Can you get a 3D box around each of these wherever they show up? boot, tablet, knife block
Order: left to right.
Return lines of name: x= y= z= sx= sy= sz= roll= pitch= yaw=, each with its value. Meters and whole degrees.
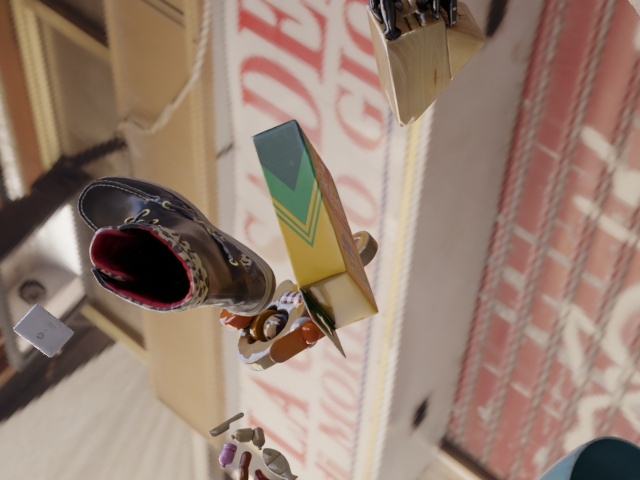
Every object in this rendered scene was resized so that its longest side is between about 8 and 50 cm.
tablet: x=-0.419 y=0.137 z=1.960 sx=0.054 sy=0.006 sz=0.083 roll=-47 pitch=-54 yaw=-4
boot: x=-0.275 y=0.005 z=2.043 sx=0.138 sy=0.377 sz=0.284 roll=-59 pitch=-17 yaw=10
knife block: x=0.115 y=-0.309 z=1.946 sx=0.242 sy=0.088 sz=0.275 roll=9 pitch=-44 yaw=-39

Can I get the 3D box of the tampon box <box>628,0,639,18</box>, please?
tampon box: x=0.480 y=-0.316 z=1.680 sx=0.120 sy=0.101 sz=0.161 roll=-34 pitch=11 yaw=11

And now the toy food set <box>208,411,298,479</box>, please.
toy food set: x=-0.095 y=0.294 z=1.740 sx=0.078 sy=0.122 sz=0.019 roll=-29 pitch=-24 yaw=-23

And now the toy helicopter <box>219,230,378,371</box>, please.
toy helicopter: x=-0.023 y=0.119 z=2.520 sx=0.355 sy=0.235 sz=0.140 roll=-44 pitch=-65 yaw=3

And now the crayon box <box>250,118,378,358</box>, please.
crayon box: x=0.000 y=0.000 z=1.955 sx=0.081 sy=0.318 sz=0.202 roll=-21 pitch=-24 yaw=7

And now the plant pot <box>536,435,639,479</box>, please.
plant pot: x=0.393 y=0.459 z=1.919 sx=0.195 sy=0.290 sz=0.290 roll=-33 pitch=-5 yaw=43
